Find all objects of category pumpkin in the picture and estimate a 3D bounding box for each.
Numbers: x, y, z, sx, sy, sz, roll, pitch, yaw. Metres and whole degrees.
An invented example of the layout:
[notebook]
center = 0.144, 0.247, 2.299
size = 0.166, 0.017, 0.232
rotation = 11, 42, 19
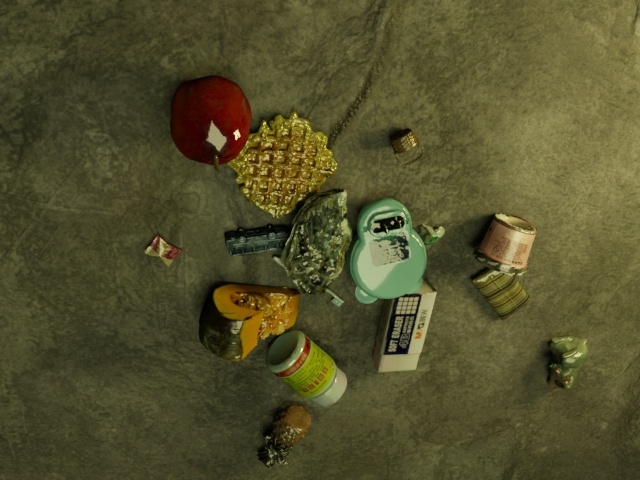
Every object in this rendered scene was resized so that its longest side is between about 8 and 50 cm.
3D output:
[pumpkin]
center = -0.176, 0.215, 1.814
size = 0.280, 0.190, 0.139
rotation = 5, 118, -16

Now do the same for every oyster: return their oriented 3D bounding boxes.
[oyster]
center = 0.003, -0.005, 1.741
size = 0.158, 0.162, 0.351
rotation = 34, 133, 17

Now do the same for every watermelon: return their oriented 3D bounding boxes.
[watermelon]
center = 0.298, -0.023, 1.875
size = 0.085, 0.085, 0.061
rotation = -33, 92, 8

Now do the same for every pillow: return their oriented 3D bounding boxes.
[pillow]
center = 0.534, 0.148, 2.026
size = 0.113, 0.038, 0.203
rotation = -38, 122, 10

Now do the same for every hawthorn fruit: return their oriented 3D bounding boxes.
[hawthorn fruit]
center = -0.241, -0.246, 1.513
size = 0.189, 0.252, 0.190
rotation = -1, 147, -1

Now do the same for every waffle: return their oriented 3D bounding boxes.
[waffle]
center = -0.092, -0.182, 1.680
size = 0.254, 0.052, 0.245
rotation = -39, 122, 10

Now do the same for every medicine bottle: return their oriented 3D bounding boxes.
[medicine bottle]
center = -0.038, 0.365, 1.964
size = 0.139, 0.139, 0.225
rotation = -38, 121, 11

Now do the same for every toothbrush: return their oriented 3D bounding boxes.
[toothbrush]
center = -0.030, 0.109, 1.884
size = 0.263, 0.022, 0.026
rotation = 38, 94, -29

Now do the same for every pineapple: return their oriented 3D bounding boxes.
[pineapple]
center = -0.117, 0.613, 2.119
size = 0.119, 0.111, 0.237
rotation = 36, 120, 5

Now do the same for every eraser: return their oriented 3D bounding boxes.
[eraser]
center = 0.238, 0.248, 1.989
size = 0.130, 0.086, 0.287
rotation = 0, 120, -14

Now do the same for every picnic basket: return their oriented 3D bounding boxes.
[picnic basket]
center = 0.215, -0.229, 1.710
size = 0.072, 0.072, 0.083
rotation = -29, 109, 5

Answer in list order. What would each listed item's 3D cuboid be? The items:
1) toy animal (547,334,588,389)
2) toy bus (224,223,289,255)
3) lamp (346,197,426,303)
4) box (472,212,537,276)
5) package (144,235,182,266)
[toy animal]
center = 0.786, 0.410, 2.198
size = 0.138, 0.108, 0.237
rotation = -17, 123, -3
[toy bus]
center = -0.162, -0.001, 1.774
size = 0.165, 0.047, 0.065
rotation = -8, 125, -9
[lamp]
center = 0.171, 0.026, 1.805
size = 0.209, 0.147, 0.284
rotation = -14, 127, -10
[box]
center = 0.508, 0.006, 1.878
size = 0.151, 0.151, 0.135
rotation = 11, 108, -19
[package]
center = -0.397, 0.029, 1.748
size = 0.059, 0.029, 0.083
rotation = -49, 129, 8
